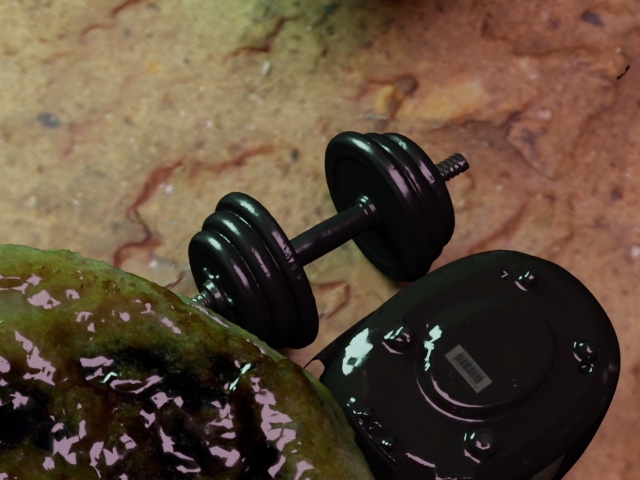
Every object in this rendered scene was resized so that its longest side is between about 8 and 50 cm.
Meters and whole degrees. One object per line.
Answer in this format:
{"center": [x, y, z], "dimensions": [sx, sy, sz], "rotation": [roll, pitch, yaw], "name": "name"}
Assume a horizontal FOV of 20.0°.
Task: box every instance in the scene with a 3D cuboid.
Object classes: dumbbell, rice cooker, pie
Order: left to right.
{"center": [-0.113, 0.141, 0.862], "dimensions": [0.323, 0.070, 0.323], "rotation": [5, 61, -9], "name": "pie"}
{"center": [0.000, 0.000, 1.042], "dimensions": [0.208, 0.099, 0.099], "rotation": [-29, 72, -21], "name": "dumbbell"}
{"center": [0.074, 0.089, 1.000], "dimensions": [0.203, 0.118, 0.142], "rotation": [-34, 74, -25], "name": "rice cooker"}
